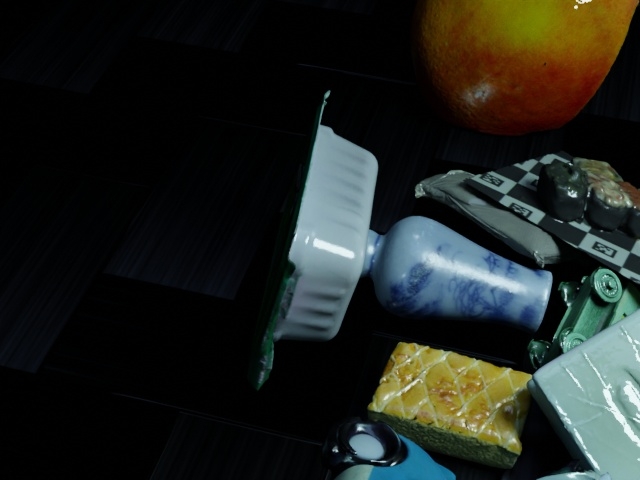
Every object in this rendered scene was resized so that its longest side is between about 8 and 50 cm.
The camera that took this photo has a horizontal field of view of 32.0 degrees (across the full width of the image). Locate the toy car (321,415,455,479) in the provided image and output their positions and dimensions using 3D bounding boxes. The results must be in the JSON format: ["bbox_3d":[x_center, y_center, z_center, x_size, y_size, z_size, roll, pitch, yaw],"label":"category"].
[{"bbox_3d":[0.059,0.319,1.153,0.190,0.189,0.255,22,32,9],"label":"toy car"}]

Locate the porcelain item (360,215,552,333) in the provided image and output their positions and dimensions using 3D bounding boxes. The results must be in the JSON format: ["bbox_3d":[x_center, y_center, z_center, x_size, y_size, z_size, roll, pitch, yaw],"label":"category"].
[{"bbox_3d":[0.175,0.049,1.502,0.259,0.141,0.141,14,43,3],"label":"porcelain item"}]

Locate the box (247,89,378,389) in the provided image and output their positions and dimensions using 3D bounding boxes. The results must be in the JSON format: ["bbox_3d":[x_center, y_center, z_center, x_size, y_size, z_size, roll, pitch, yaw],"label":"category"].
[{"bbox_3d":[0.000,0.000,1.467,0.106,0.264,0.337,16,42,-4],"label":"box"}]

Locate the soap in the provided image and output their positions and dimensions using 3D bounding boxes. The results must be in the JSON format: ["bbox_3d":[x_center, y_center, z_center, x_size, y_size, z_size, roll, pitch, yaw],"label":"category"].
[{"bbox_3d":[0.406,0.161,1.293,0.289,0.095,0.173,-29,74,-5],"label":"soap"}]

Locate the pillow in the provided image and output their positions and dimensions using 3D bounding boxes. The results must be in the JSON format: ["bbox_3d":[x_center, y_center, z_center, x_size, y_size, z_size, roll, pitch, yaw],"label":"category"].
[{"bbox_3d":[0.261,-0.036,1.591,0.255,0.059,0.169,35,17,38],"label":"pillow"}]

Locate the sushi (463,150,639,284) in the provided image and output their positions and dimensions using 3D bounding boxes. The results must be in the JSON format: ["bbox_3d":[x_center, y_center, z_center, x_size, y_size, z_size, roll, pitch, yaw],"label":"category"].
[{"bbox_3d":[0.420,-0.062,1.587,0.339,0.069,0.320,35,31,29],"label":"sushi"}]

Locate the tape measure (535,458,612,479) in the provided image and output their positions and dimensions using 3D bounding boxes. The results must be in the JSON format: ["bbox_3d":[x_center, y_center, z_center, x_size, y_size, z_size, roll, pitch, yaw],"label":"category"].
[{"bbox_3d":[0.241,0.329,1.152,0.107,0.182,0.181,22,48,22],"label":"tape measure"}]

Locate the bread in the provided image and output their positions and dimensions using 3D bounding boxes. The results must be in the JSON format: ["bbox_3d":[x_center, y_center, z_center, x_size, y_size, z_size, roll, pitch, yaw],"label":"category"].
[{"bbox_3d":[0.163,0.200,1.374,0.188,0.068,0.125,14,43,13],"label":"bread"}]

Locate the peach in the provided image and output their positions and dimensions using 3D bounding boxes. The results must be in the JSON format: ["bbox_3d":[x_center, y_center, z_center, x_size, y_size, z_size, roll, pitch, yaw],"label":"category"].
[{"bbox_3d":[0.303,-0.335,1.807,0.306,0.380,0.242,30,42,-8],"label":"peach"}]

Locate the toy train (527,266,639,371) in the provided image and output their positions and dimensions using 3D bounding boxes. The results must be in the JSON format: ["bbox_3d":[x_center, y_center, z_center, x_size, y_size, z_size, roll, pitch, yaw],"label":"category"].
[{"bbox_3d":[0.351,0.129,1.430,0.132,0.083,0.200,43,59,-13],"label":"toy train"}]
